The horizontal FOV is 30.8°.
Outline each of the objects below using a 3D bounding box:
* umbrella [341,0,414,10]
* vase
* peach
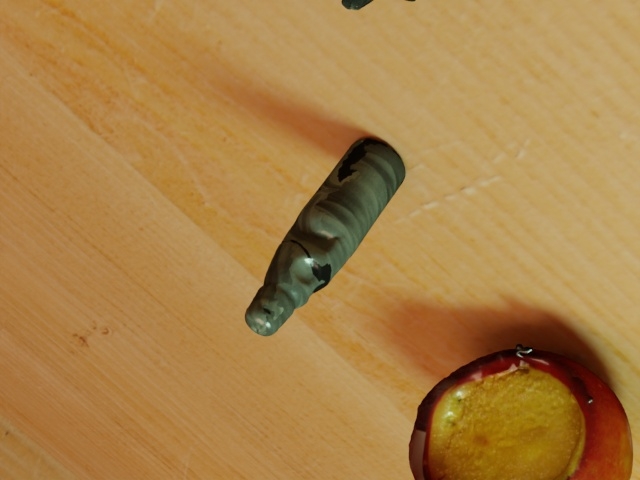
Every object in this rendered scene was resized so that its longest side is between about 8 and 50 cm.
[{"bbox_3d":[0.083,-0.209,0.785,0.235,0.059,0.066,-26,96,55],"label":"umbrella"},{"bbox_3d":[0.000,0.000,1.000,0.060,0.211,0.060,26,148,18],"label":"vase"},{"bbox_3d":[0.188,0.195,1.100,0.196,0.190,0.226,41,157,11],"label":"peach"}]
